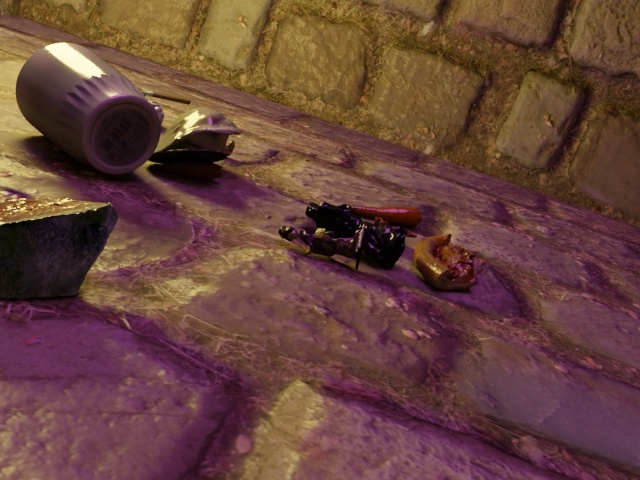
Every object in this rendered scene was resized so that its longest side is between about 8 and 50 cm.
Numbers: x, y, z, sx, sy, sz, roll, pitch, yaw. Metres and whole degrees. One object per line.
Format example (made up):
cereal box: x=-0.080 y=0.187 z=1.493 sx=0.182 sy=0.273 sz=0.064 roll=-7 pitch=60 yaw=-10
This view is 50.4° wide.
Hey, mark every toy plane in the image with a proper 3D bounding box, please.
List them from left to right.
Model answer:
toy plane: x=0.198 y=-0.012 z=1.854 sx=0.188 sy=0.062 sz=0.135 roll=21 pitch=10 yaw=-45

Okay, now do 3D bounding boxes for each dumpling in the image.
dumpling: x=-0.379 y=-0.288 z=1.984 sx=0.175 sy=0.243 sz=0.227 roll=47 pitch=30 yaw=0

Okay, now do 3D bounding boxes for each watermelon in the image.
watermelon: x=-0.459 y=-0.011 z=1.098 sx=0.193 sy=0.140 sz=0.256 roll=-4 pitch=18 yaw=-40

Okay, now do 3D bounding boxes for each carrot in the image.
carrot: x=0.198 y=-0.082 z=2.059 sx=0.256 sy=0.061 sz=0.061 roll=8 pitch=20 yaw=-20

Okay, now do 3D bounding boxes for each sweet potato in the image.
sweet potato: x=-0.358 y=-0.196 z=1.862 sx=0.195 sy=0.056 sz=0.056 roll=5 pitch=20 yaw=-19

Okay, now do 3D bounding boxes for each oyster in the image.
oyster: x=-0.385 y=-0.302 z=2.185 sx=0.200 sy=0.061 sz=0.106 roll=16 pitch=35 yaw=2

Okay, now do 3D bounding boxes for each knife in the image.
knife: x=-0.602 y=-0.499 z=2.291 sx=0.343 sy=0.027 sz=0.061 roll=5 pitch=22 yaw=-37

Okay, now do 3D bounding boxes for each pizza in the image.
pizza: x=0.330 y=0.050 z=1.745 sx=0.182 sy=0.074 sz=0.365 roll=13 pitch=16 yaw=15

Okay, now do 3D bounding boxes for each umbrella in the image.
umbrella: x=0.081 y=-0.031 z=1.689 sx=0.272 sy=0.110 sz=0.122 roll=27 pitch=18 yaw=24

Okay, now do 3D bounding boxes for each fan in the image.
fan: x=-0.331 y=-0.227 z=1.872 sx=0.294 sy=0.012 sz=0.223 roll=1 pitch=-5 yaw=-45

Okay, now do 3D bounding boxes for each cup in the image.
cup: x=-0.581 y=-0.325 z=1.712 sx=0.253 sy=0.253 sz=0.371 roll=0 pitch=28 yaw=-46

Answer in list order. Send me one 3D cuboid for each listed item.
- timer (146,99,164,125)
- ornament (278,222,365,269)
timer: x=-0.655 y=-0.442 z=2.252 sx=0.237 sy=0.087 sz=0.262 roll=21 pitch=16 yaw=7
ornament: x=0.001 y=0.007 z=1.566 sx=0.203 sy=0.088 sz=0.081 roll=6 pitch=50 yaw=0
